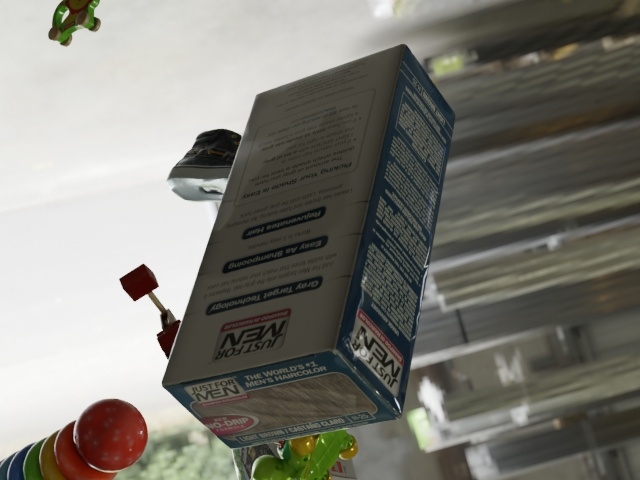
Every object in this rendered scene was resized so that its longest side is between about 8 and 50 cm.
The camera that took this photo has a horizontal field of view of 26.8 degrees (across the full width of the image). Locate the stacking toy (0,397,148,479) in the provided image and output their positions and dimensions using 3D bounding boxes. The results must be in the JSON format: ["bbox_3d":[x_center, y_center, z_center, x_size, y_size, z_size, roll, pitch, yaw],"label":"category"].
[{"bbox_3d":[-0.322,0.288,1.698,0.141,0.141,0.330,-6,154,-43],"label":"stacking toy"}]

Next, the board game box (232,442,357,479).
[{"bbox_3d":[-0.053,0.255,1.856,0.053,0.305,0.193,16,129,-31],"label":"board game box"}]

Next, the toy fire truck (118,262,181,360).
[{"bbox_3d":[-0.226,0.134,2.032,0.047,0.135,0.192,-33,141,0],"label":"toy fire truck"}]

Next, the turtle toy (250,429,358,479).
[{"bbox_3d":[-0.020,0.217,1.401,0.066,0.095,0.130,17,-127,35],"label":"turtle toy"}]

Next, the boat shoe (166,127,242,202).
[{"bbox_3d":[-0.093,-0.088,1.566,0.183,0.083,0.065,8,147,35],"label":"boat shoe"}]

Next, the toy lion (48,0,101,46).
[{"bbox_3d":[-0.370,-0.355,2.041,0.100,0.096,0.034,-20,153,33],"label":"toy lion"}]

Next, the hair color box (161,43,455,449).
[{"bbox_3d":[0.000,0.000,1.165,0.174,0.347,0.105,-15,132,32],"label":"hair color box"}]
